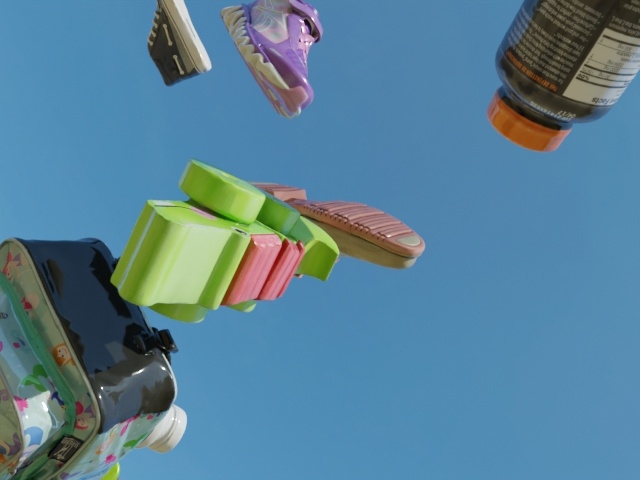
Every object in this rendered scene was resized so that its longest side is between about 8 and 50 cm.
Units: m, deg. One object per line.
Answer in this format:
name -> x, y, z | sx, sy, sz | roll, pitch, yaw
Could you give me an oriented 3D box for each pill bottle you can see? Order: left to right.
pill bottle -> -0.355, 0.307, 1.223 | 0.121, 0.121, 0.216 | -24, -50, 30
pill bottle -> 0.253, -0.204, 0.637 | 0.130, 0.130, 0.246 | 33, -48, 9

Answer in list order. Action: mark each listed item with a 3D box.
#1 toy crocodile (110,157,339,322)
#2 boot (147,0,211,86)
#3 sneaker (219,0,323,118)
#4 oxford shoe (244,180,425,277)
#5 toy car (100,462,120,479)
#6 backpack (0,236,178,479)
toy crocodile -> -0.066, 0.012, 0.572 | 0.105, 0.340, 0.115 | 28, -86, 11
boot -> -0.262, -0.358, 1.117 | 0.086, 0.069, 0.190 | -21, -79, 10
sneaker -> -0.043, -0.229, 0.767 | 0.104, 0.236, 0.095 | -28, -50, 3
oxford shoe -> 0.000, 0.000, 1.157 | 0.396, 0.140, 0.147 | 19, -75, 38
toy car -> -0.366, 0.431, 0.980 | 0.155, 0.148, 0.189 | -52, -135, 48
backpack -> -0.288, 0.146, 0.661 | 0.253, 0.191, 0.225 | -48, -114, 33
